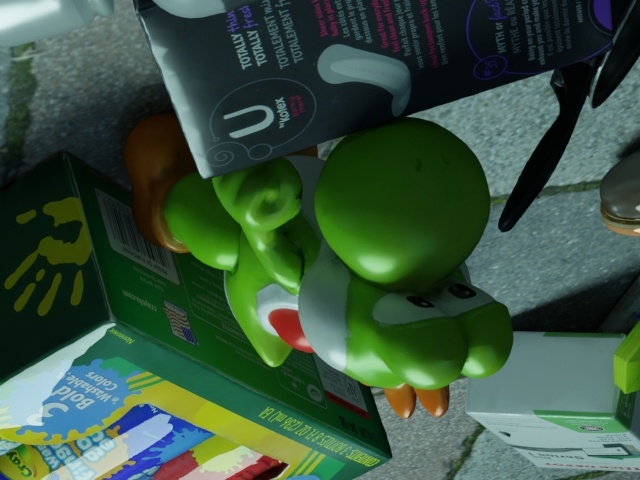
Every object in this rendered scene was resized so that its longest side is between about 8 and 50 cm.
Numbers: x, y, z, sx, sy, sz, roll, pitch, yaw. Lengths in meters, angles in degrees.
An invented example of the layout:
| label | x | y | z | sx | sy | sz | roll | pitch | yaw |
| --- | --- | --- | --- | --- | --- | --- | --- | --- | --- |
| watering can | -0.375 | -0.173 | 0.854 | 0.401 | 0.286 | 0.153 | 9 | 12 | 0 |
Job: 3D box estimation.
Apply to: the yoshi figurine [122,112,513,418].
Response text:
| label | x | y | z | sx | sy | sz | roll | pitch | yaw |
| --- | --- | --- | --- | --- | --- | --- | --- | --- | --- |
| yoshi figurine | 0.010 | -0.026 | 1.220 | 0.203 | 0.362 | 0.203 | -46 | 125 | -10 |

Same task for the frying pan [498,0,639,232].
| label | x | y | z | sx | sy | sz | roll | pitch | yaw |
| --- | --- | --- | --- | --- | --- | --- | --- | --- | --- |
| frying pan | 0.195 | -0.130 | 1.247 | 0.326 | 0.053 | 0.197 | -56 | 168 | -8 |

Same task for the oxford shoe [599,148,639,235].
| label | x | y | z | sx | sy | sz | roll | pitch | yaw |
| --- | --- | --- | --- | --- | --- | --- | --- | --- | --- |
| oxford shoe | 0.371 | -0.121 | 1.491 | 0.363 | 0.130 | 0.133 | -28 | 117 | 29 |

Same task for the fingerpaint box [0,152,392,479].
| label | x | y | z | sx | sy | sz | roll | pitch | yaw |
| --- | --- | --- | --- | --- | --- | --- | --- | --- | --- |
| fingerpaint box | -0.210 | 0.154 | 1.528 | 0.371 | 0.163 | 0.445 | -30 | 148 | 17 |

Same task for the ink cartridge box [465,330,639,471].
| label | x | y | z | sx | sy | sz | roll | pitch | yaw |
| --- | --- | --- | --- | --- | --- | --- | --- | --- | --- |
| ink cartridge box | 0.263 | 0.167 | 1.836 | 0.160 | 0.093 | 0.219 | -1 | 158 | 28 |

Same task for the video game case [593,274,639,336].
| label | x | y | z | sx | sy | sz | roll | pitch | yaw |
| --- | --- | --- | --- | --- | --- | --- | --- | --- | --- |
| video game case | 0.404 | 0.066 | 1.874 | 0.227 | 0.026 | 0.206 | -5 | 147 | -25 |

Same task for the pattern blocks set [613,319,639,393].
| label | x | y | z | sx | sy | sz | roll | pitch | yaw |
| --- | --- | --- | --- | --- | --- | --- | --- | --- | --- |
| pattern blocks set | 0.383 | 0.048 | 1.720 | 0.285 | 0.026 | 0.325 | -30 | 140 | -27 |

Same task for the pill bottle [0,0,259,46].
| label | x | y | z | sx | sy | sz | roll | pitch | yaw |
| --- | --- | --- | --- | --- | --- | --- | --- | --- | --- |
| pill bottle | -0.016 | -0.232 | 0.900 | 0.361 | 0.204 | 0.204 | -17 | 150 | 1 |

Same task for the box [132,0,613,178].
| label | x | y | z | sx | sy | sz | roll | pitch | yaw |
| --- | --- | --- | --- | --- | --- | --- | --- | --- | --- |
| box | 0.023 | -0.173 | 1.079 | 0.270 | 0.143 | 0.165 | -18 | 143 | -1 |
